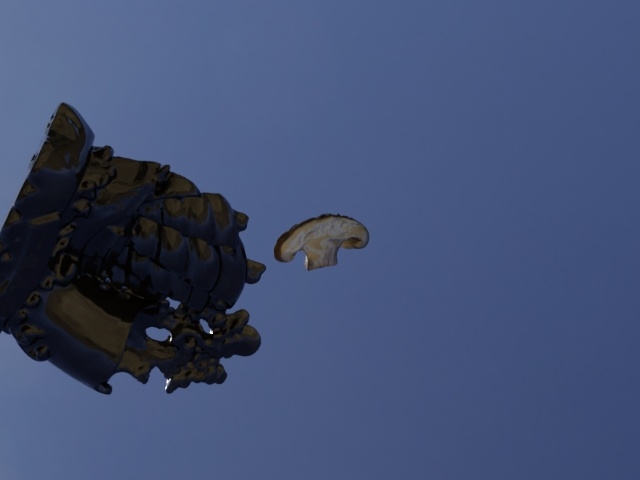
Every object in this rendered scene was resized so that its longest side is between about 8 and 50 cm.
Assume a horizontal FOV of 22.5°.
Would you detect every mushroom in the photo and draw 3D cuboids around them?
[{"bbox_3d":[0.000,0.000,1.436,0.101,0.049,0.019,-8,-171,-36],"label":"mushroom"}]

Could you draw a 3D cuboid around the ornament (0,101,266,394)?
[{"bbox_3d":[-0.154,0.032,1.361,0.260,0.251,0.106,21,-145,-15],"label":"ornament"}]
